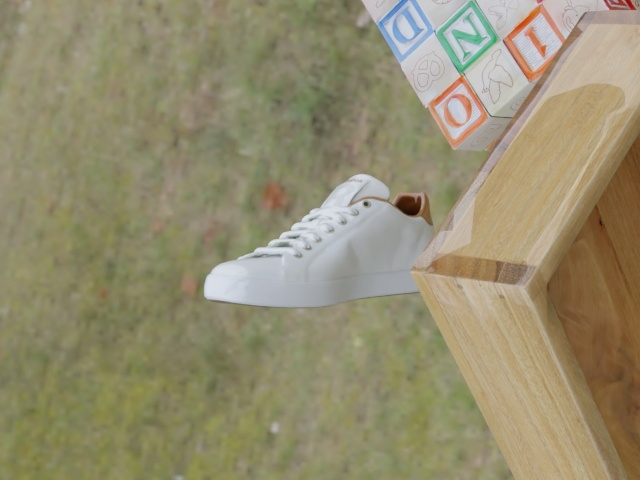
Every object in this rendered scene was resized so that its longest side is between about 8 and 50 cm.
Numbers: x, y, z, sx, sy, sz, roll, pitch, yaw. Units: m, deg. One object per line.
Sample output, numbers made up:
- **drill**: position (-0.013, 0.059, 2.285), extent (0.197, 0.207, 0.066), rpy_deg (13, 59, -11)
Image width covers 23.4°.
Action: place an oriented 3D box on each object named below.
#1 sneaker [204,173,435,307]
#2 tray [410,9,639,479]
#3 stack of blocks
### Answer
- **sneaker**: position (0.000, 0.000, 1.488), extent (0.106, 0.290, 0.123), rpy_deg (2, 97, 43)
- **tray**: position (0.195, 0.093, 0.888), extent (0.076, 0.411, 0.203), rpy_deg (8, 49, 38)
- **stack of blocks**: position (0.183, -0.223, 1.177), extent (0.297, 0.087, 0.171), rpy_deg (-43, 66, 32)
